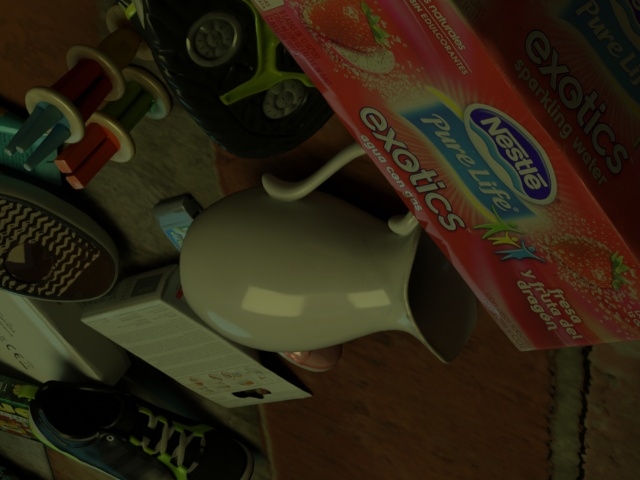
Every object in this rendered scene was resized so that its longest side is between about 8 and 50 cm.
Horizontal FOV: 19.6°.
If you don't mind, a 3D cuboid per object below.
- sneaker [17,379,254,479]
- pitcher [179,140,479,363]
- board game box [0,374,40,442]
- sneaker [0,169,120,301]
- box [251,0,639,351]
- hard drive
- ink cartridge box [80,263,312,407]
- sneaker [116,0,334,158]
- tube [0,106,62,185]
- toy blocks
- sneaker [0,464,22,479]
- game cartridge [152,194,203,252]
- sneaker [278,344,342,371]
[{"bbox_3d":[-0.179,0.192,1.771,0.234,0.084,0.097,16,159,4],"label":"sneaker"},{"bbox_3d":[0.000,0.000,1.366,0.207,0.125,0.178,4,116,28],"label":"pitcher"},{"bbox_3d":[-0.321,0.171,1.915,0.259,0.030,0.136,15,156,12],"label":"board game box"},{"bbox_3d":[-0.307,-0.044,1.653,0.290,0.123,0.106,23,120,-8],"label":"sneaker"},{"bbox_3d":[0.118,-0.095,1.067,0.142,0.154,0.300,-11,123,51],"label":"box"},{"bbox_3d":[-0.367,0.065,1.885,0.353,0.047,0.233,-10,126,51],"label":"hard drive"},{"bbox_3d":[-0.107,0.089,1.672,0.179,0.045,0.145,32,154,-28],"label":"ink cartridge box"},{"bbox_3d":[-0.093,-0.216,1.178,0.147,0.145,0.385,50,171,52],"label":"sneaker"},{"bbox_3d":[-0.317,-0.109,1.604,0.207,0.052,0.080,25,157,11],"label":"tube"},{"bbox_3d":[-0.176,-0.088,1.382,0.054,0.148,0.123,26,147,19],"label":"toy blocks"},{"bbox_3d":[-0.404,0.308,2.190,0.283,0.110,0.122,3,131,44],"label":"sneaker"},{"bbox_3d":[-0.103,-0.001,1.553,0.083,0.017,0.056,50,151,-19],"label":"game cartridge"},{"bbox_3d":[-0.023,0.052,1.503,0.134,0.051,0.070,50,153,-11],"label":"sneaker"}]
